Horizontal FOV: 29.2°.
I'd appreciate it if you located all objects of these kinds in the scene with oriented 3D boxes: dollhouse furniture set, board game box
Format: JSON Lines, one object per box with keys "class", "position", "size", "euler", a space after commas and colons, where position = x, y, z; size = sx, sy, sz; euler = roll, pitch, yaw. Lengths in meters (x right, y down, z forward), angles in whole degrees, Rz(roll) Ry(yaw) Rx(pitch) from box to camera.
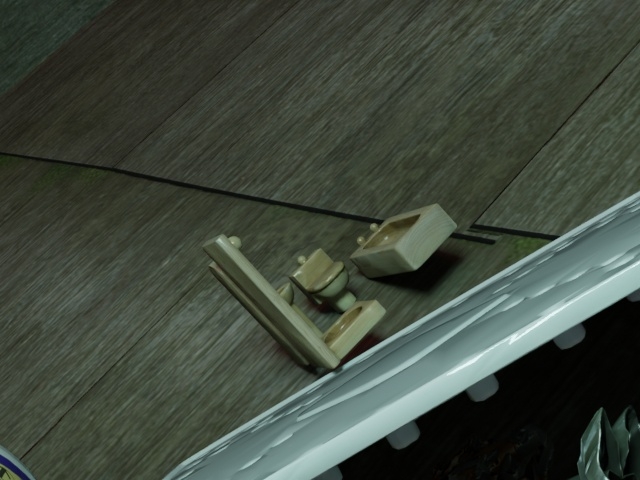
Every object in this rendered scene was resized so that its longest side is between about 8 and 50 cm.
{"class": "dollhouse furniture set", "position": [0.000, 0.000, 0.941], "size": [0.151, 0.123, 0.144], "euler": [-45, 8, -15]}
{"class": "board game box", "position": [0.057, 0.084, 0.679], "size": [0.390, 0.050, 0.390], "euler": [-31, -3, 6]}

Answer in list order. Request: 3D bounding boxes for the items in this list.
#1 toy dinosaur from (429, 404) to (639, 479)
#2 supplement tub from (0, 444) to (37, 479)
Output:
{"class": "toy dinosaur", "position": [0.103, 0.206, 0.569], "size": [0.218, 0.164, 0.322], "euler": [-35, 42, 30]}
{"class": "supplement tub", "position": [-0.249, 0.271, 0.693], "size": [0.241, 0.241, 0.331], "euler": [-36, 28, -3]}
